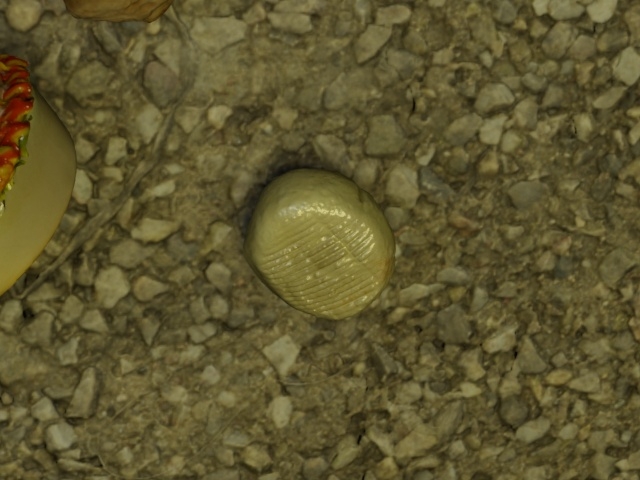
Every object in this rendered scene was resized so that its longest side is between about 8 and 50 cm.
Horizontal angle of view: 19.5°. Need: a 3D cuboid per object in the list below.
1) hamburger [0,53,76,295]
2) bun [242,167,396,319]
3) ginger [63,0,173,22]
[{"bbox_3d":[-0.376,-0.059,1.816,0.294,0.276,0.179,-32,130,28],"label":"hamburger"},{"bbox_3d":[0.000,0.000,2.039,0.164,0.111,0.188,-33,121,20],"label":"bun"},{"bbox_3d":[-0.235,-0.364,1.803,0.190,0.126,0.354,-22,121,18],"label":"ginger"}]
